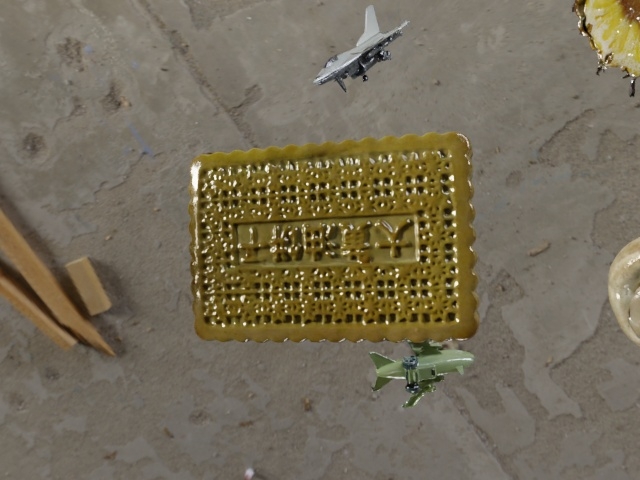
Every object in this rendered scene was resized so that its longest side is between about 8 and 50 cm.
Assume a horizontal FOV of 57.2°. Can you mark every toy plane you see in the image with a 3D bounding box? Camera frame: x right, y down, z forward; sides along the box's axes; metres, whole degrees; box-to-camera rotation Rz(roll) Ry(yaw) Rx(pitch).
[{"bbox_3d":[0.061,-0.283,0.922,0.160,0.234,0.082,-17,124,47],"label":"toy plane"},{"bbox_3d":[0.106,0.132,0.611,0.111,0.040,0.102,-6,116,7],"label":"toy plane"}]

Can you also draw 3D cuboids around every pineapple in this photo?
[{"bbox_3d":[0.387,-0.283,0.682,0.047,0.221,0.221,-15,110,-25],"label":"pineapple"}]

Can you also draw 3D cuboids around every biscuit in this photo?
[{"bbox_3d":[0.000,0.000,0.492,0.254,0.029,0.172,-3,89,17],"label":"biscuit"}]

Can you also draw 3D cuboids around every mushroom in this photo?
[{"bbox_3d":[0.433,0.069,0.711,0.166,0.127,0.166,21,120,41],"label":"mushroom"}]
